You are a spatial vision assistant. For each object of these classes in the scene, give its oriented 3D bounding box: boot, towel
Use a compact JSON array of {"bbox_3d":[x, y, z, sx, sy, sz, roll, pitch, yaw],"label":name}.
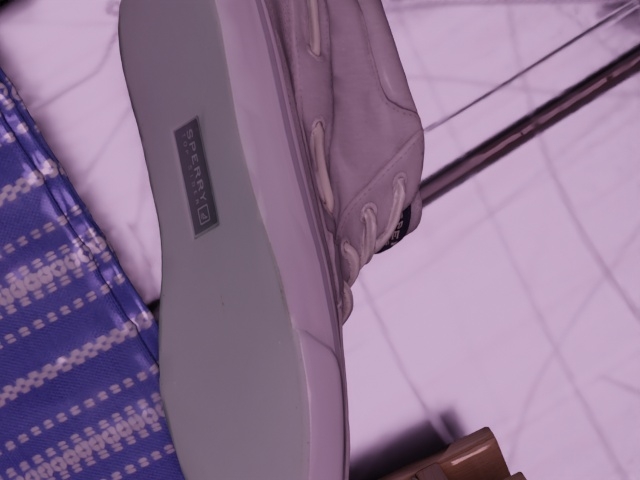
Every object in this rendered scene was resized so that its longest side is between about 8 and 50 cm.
[{"bbox_3d":[0.000,0.000,0.769,0.123,0.095,0.258,1,77,-42],"label":"boot"},{"bbox_3d":[-0.196,0.043,0.778,0.243,0.040,0.336,-29,102,5],"label":"towel"}]

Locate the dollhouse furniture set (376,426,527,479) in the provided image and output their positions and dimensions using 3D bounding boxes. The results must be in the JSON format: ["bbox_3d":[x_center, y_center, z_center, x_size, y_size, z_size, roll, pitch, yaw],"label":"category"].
[{"bbox_3d":[0.064,0.241,0.747,0.161,0.212,0.242,-25,119,-5],"label":"dollhouse furniture set"}]

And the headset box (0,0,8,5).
[{"bbox_3d":[-0.163,-0.126,0.817,0.083,0.032,0.062,-34,93,-3],"label":"headset box"}]
